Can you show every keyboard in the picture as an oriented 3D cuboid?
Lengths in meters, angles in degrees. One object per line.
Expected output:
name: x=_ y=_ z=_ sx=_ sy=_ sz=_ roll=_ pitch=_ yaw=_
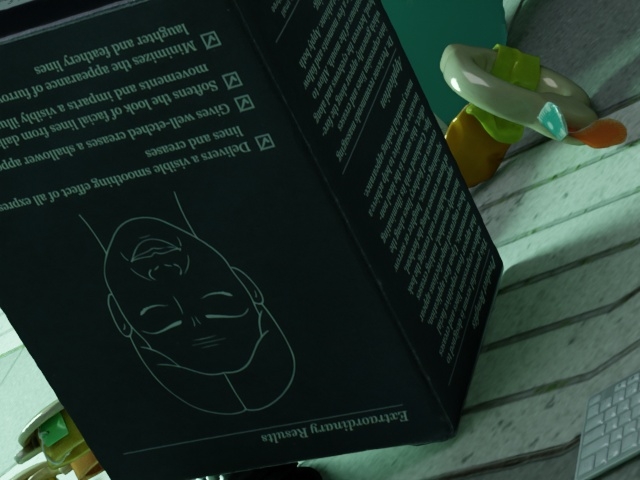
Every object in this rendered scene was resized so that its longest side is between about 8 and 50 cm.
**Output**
keyboard: x=0.244 y=0.067 z=1.144 sx=0.256 sy=0.014 sz=0.072 roll=-35 pitch=20 yaw=39

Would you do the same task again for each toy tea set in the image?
toy tea set: x=-0.223 y=0.229 z=1.885 sx=0.336 sy=0.124 sz=0.200 roll=-43 pitch=-13 yaw=29

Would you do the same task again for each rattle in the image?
rattle: x=0.160 y=-0.073 z=1.608 sx=0.143 sy=0.130 sz=0.200 roll=-56 pitch=41 yaw=11

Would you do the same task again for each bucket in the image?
bucket: x=0.031 y=-0.203 z=1.906 sx=0.183 sy=0.281 sz=0.281 roll=-20 pitch=32 yaw=52

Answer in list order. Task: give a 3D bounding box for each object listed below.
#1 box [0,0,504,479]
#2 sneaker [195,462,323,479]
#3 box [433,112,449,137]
box: x=-0.083 y=-0.043 z=1.436 sx=0.293 sy=0.395 sz=0.212 roll=-12 pitch=31 yaw=26
sneaker: x=-0.040 y=0.199 z=1.512 sx=0.097 sy=0.084 sz=0.235 roll=-20 pitch=22 yaw=8
box: x=0.000 y=0.000 z=1.813 sx=0.290 sy=0.087 sz=0.169 roll=-29 pitch=24 yaw=48
